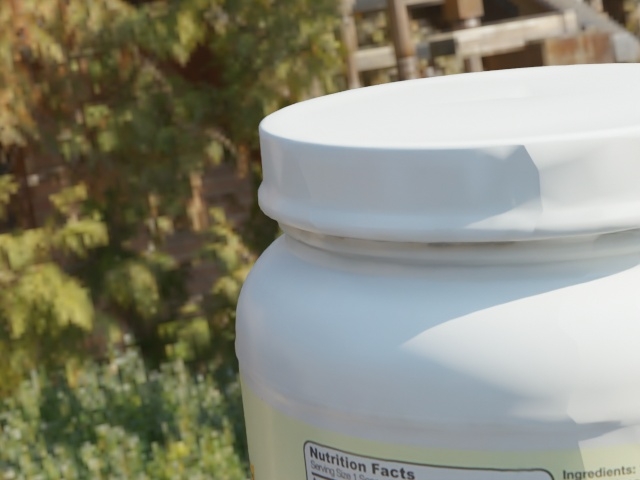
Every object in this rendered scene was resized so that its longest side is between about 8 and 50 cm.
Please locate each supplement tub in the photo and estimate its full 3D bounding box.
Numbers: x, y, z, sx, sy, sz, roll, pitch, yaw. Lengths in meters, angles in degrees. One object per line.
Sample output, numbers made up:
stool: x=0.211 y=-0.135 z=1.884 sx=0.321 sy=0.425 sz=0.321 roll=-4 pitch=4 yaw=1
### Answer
supplement tub: x=0.090 y=0.103 z=0.569 sx=0.236 sy=0.324 sz=0.235 roll=-5 pitch=13 yaw=1
